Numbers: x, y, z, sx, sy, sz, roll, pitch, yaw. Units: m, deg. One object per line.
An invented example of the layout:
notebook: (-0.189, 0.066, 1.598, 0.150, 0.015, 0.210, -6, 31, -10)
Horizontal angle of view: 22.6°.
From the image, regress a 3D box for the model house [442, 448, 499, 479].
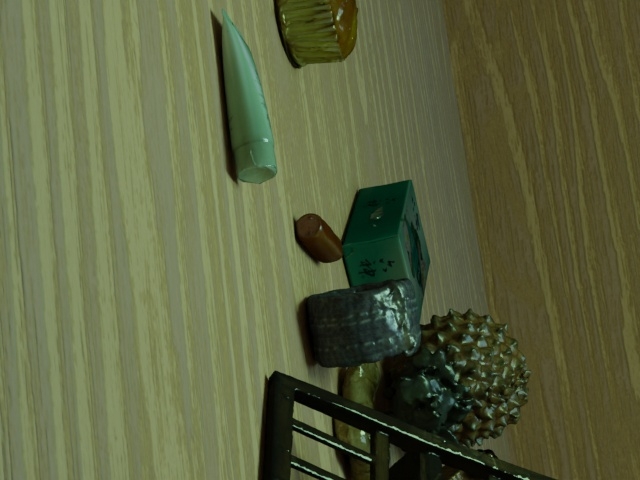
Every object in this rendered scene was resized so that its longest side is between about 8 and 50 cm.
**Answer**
model house: (0.225, 0.444, 2.491, 0.183, 0.172, 0.166, 60, -19, -4)

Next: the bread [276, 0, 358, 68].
bread: (-0.001, -0.339, 2.257, 0.132, 0.114, 0.190, 64, 25, -59)

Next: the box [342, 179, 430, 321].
box: (0.104, 0.021, 2.461, 0.245, 0.092, 0.153, -71, 148, -65)

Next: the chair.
chair: (0.071, 0.357, 1.889, 0.240, 0.416, 0.203, -52, -157, 39)

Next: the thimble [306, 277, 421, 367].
thimble: (0.057, 0.106, 2.058, 0.150, 0.150, 0.098, -16, 97, -78)

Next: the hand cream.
hand cream: (-0.088, -0.167, 1.859, 0.078, 0.050, 0.205, 47, 30, -64)

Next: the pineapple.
pineapple: (0.184, 0.236, 2.445, 0.357, 0.223, 0.223, -23, 103, -66)

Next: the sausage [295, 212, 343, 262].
sausage: (0.000, 0.000, 2.133, 0.131, 0.039, 0.041, 51, 24, -68)

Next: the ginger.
ginger: (0.060, 0.251, 2.165, 0.214, 0.059, 0.133, -84, 152, -56)
